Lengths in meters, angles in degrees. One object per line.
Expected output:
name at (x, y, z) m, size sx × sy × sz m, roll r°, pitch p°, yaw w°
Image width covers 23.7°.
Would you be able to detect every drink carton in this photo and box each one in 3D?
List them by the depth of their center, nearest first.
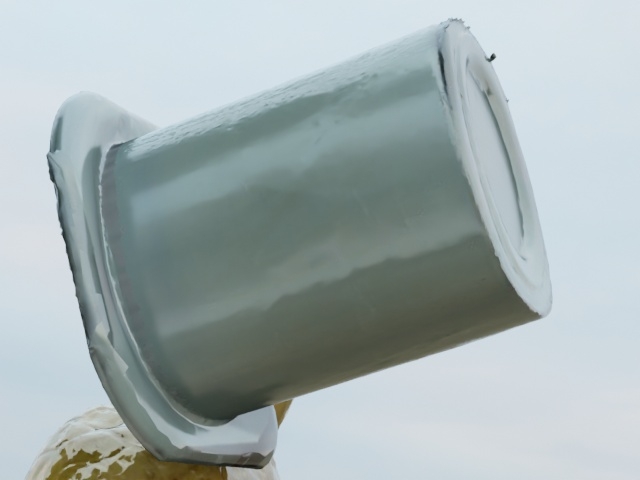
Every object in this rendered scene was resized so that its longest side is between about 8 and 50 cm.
drink carton at (0.000, 0.000, 0.720) m, size 0.189 × 0.185 × 0.191 m, roll -15°, pitch -16°, yaw 18°

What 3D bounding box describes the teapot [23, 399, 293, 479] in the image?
teapot at (-0.075, 0.204, 0.833) m, size 0.167 × 0.311 × 0.203 m, roll 10°, pitch -16°, yaw 16°
